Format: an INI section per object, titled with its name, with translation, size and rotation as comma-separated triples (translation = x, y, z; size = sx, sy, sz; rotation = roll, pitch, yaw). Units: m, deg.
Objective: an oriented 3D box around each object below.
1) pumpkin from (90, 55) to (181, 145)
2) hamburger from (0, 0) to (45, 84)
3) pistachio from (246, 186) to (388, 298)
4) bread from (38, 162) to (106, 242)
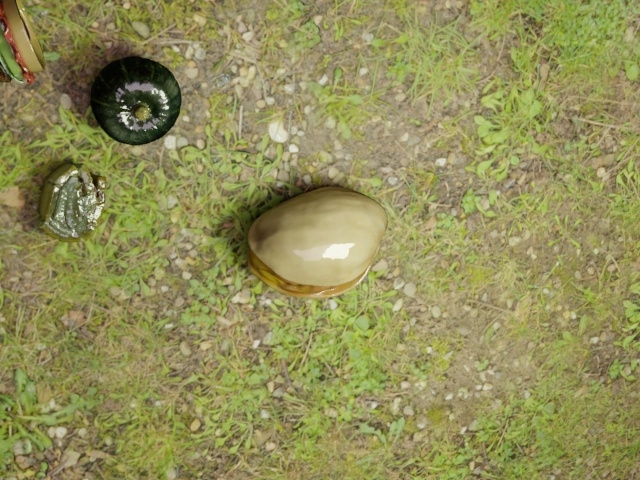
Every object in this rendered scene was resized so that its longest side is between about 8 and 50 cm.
[pumpkin]
translation = -0.341, -0.260, 1.649
size = 0.167, 0.125, 0.167
rotation = -1, 99, -7
[hamburger]
translation = -0.558, -0.337, 1.516
size = 0.137, 0.175, 0.175
rotation = -22, 115, -6
[pistachio]
translation = 0.000, 0.000, 1.838
size = 0.308, 0.230, 0.230
rotation = -13, 112, -12
[bread]
translation = -0.473, -0.073, 1.695
size = 0.117, 0.064, 0.156
rotation = 5, 107, -25
